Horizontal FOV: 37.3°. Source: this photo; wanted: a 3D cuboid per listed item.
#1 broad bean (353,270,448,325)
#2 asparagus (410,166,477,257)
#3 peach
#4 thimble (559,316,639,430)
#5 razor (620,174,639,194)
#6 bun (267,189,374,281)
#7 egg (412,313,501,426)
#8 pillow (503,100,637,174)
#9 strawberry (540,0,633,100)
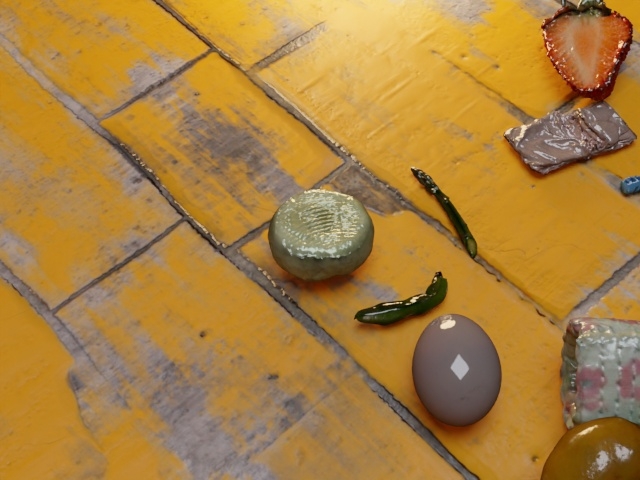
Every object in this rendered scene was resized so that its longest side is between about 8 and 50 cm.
[{"bbox_3d":[0.156,0.115,1.700,0.195,0.046,0.061,-26,46,-21],"label":"broad bean"},{"bbox_3d":[0.244,-0.061,1.833,0.034,0.027,0.236,-16,56,-22],"label":"asparagus"},{"bbox_3d":[0.443,0.390,1.406,0.251,0.153,0.251,0,81,-2],"label":"peach"},{"bbox_3d":[0.471,0.215,1.521,0.150,0.210,0.185,2,42,6],"label":"thimble"},{"bbox_3d":[0.711,-0.131,1.859,0.253,0.042,0.082,-13,13,-6],"label":"razor"},{"bbox_3d":[0.000,0.000,1.743,0.196,0.118,0.195,2,50,-2],"label":"bun"},{"bbox_3d":[0.225,0.212,1.568,0.147,0.146,0.198,2,50,3],"label":"egg"},{"bbox_3d":[0.508,-0.216,1.920,0.249,0.049,0.135,-19,56,-11],"label":"pillow"},{"bbox_3d":[0.571,-0.402,2.019,0.188,0.106,0.286,-4,59,20],"label":"strawberry"}]
